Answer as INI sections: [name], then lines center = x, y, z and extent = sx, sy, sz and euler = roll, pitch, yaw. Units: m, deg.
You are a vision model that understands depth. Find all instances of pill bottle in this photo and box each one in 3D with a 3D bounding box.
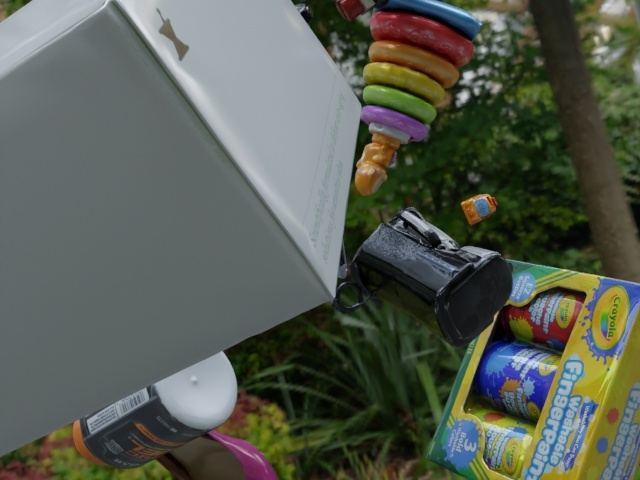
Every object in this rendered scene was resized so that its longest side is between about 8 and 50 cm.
[pill bottle]
center = -0.230, 0.222, 1.238
extent = 0.245, 0.131, 0.130
euler = -33, -12, 39

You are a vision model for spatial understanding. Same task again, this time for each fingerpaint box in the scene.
[fingerpaint box]
center = 0.442, 0.283, 1.794
extent = 0.163, 0.445, 0.371
euler = 26, -7, -33

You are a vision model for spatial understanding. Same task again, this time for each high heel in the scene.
[high heel]
center = -0.208, 0.342, 1.450
extent = 0.127, 0.377, 0.181
euler = -50, -5, 15

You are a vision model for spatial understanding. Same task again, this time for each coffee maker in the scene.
[coffee maker]
center = 0.132, 0.061, 1.203
extent = 0.120, 0.171, 0.178
euler = 34, -1, -38

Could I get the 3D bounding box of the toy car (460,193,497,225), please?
[toy car]
center = 0.225, -0.010, 1.243
extent = 0.040, 0.122, 0.060
euler = -26, -20, 33

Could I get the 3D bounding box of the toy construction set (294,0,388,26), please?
[toy construction set]
center = 0.032, -0.459, 1.316
extent = 0.308, 0.237, 0.257
euler = -20, 31, 15

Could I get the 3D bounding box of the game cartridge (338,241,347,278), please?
[game cartridge]
center = 0.000, 0.000, 1.028
extent = 0.056, 0.083, 0.017
euler = 16, 37, 39

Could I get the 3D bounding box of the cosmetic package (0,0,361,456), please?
[cosmetic package]
center = -0.173, -0.004, 0.481
extent = 0.365, 0.155, 0.197
euler = -25, 26, 22

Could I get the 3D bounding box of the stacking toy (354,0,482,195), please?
[stacking toy]
center = 0.118, -0.208, 1.409
extent = 0.165, 0.302, 0.175
euler = 19, -2, 1
